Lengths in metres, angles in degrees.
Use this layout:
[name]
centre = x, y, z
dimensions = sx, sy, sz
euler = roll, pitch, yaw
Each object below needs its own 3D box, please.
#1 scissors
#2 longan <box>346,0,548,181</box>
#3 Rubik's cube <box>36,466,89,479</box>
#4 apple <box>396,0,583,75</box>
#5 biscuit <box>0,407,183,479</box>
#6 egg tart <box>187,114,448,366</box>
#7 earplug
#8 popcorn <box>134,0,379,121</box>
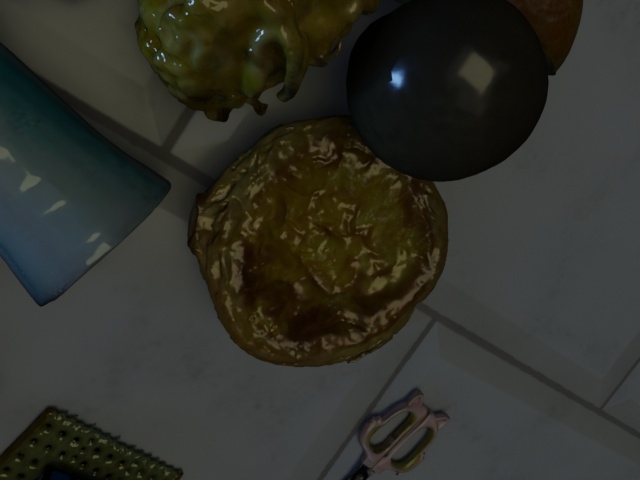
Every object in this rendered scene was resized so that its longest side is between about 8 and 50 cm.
[scissors]
centre = 0.087, 0.396, 0.904
dimensions = 0.317, 0.024, 0.160
euler = -45, 117, 1
[longan]
centre = 0.121, -0.152, 0.529
dimensions = 0.198, 0.212, 0.197
euler = -3, 94, -40
[Rubik's cube]
centre = -0.338, 0.447, 0.674
dimensions = 0.184, 0.187, 0.182
euler = 33, 104, -28
[apple]
centre = 0.179, -0.330, 0.616
dimensions = 0.346, 0.254, 0.179
euler = 17, 145, -23
[biscuit]
centre = -0.328, 0.334, 0.742
dimensions = 0.139, 0.016, 0.231
euler = -46, 117, 2
[egg tart]
centre = 0.004, -0.001, 0.673
dimensions = 0.341, 0.129, 0.341
euler = -6, 109, -17
[earplug]
centre = -0.329, -0.109, 0.507
dimensions = 0.185, 0.185, 0.324
euler = -42, 109, -1
[popcorn]
centre = -0.063, -0.229, 0.499
dimensions = 0.250, 0.250, 0.190
euler = -39, 100, -3
